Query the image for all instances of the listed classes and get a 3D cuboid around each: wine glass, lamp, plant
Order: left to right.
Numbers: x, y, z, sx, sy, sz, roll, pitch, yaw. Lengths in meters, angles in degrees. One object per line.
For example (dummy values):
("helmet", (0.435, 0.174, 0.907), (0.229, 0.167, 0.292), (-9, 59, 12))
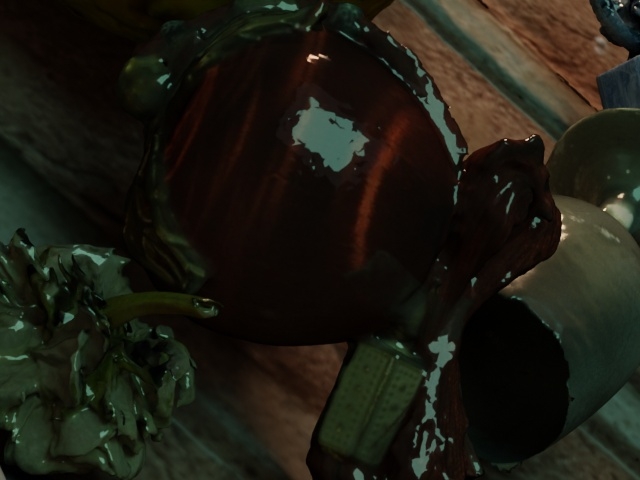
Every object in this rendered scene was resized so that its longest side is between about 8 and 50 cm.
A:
("plant", (-0.100, 0.042, 0.822), (0.116, 0.122, 0.104), (37, 44, -14))
("lamp", (-0.004, -0.002, 0.883), (0.223, 0.215, 0.151), (25, 0, 16))
("wine glass", (0.134, 0.021, 1.047), (0.126, 0.126, 0.241), (47, 40, 0))

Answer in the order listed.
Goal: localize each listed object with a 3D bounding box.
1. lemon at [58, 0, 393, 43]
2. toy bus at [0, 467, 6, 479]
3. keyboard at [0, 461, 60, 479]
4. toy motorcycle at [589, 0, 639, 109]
("lemon", (-0.047, -0.229, 0.977), (0.293, 0.293, 0.293), (24, 45, -26))
("toy bus", (-0.203, 0.073, 0.705), (0.131, 0.106, 0.297), (-13, 65, -35))
("keyboard", (-0.072, 0.162, 0.829), (0.310, 0.018, 0.101), (23, 45, -27))
("toy motorcycle", (0.234, -0.063, 1.234), (0.136, 0.092, 0.254), (15, 58, -45))
